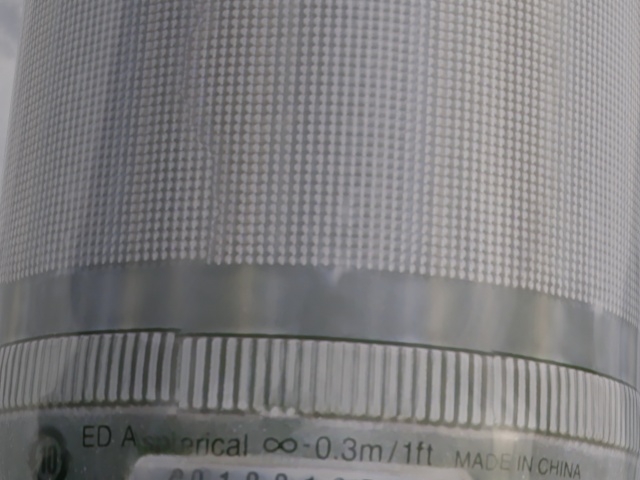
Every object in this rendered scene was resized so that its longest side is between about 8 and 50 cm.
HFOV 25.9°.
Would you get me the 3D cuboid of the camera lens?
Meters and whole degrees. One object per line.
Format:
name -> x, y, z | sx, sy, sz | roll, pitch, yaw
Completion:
camera lens -> 0.000, 0.000, 0.479 | 0.219, 0.219, 0.274 | 2, 76, 8
